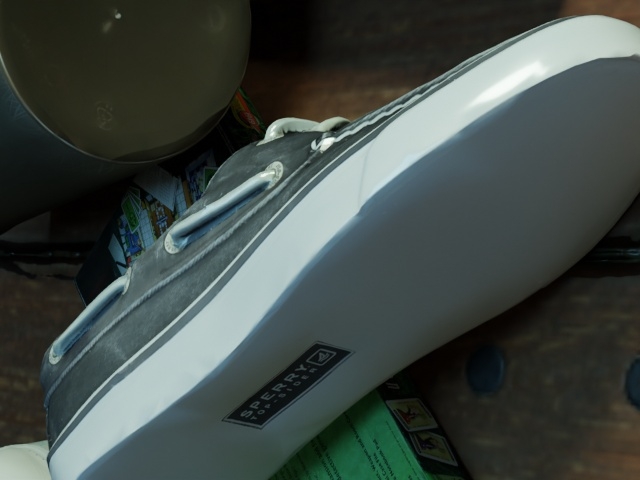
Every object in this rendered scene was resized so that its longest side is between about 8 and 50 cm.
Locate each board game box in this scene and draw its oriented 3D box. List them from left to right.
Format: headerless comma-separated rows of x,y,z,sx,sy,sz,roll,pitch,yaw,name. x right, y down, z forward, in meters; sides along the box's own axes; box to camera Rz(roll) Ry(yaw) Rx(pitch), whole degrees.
-0.031,0.058,0.842,0.136,0.030,0.259,-53,44,26,board game box

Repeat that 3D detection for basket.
-0.147,-0.093,0.889,0.154,0.204,0.227,-46,23,-28,basket

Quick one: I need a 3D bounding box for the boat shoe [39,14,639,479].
0.000,0.000,0.735,0.301,0.108,0.102,-42,49,28,boat shoe

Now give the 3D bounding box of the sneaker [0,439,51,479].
-0.076,0.158,0.838,0.212,0.094,0.080,42,133,22,sneaker
